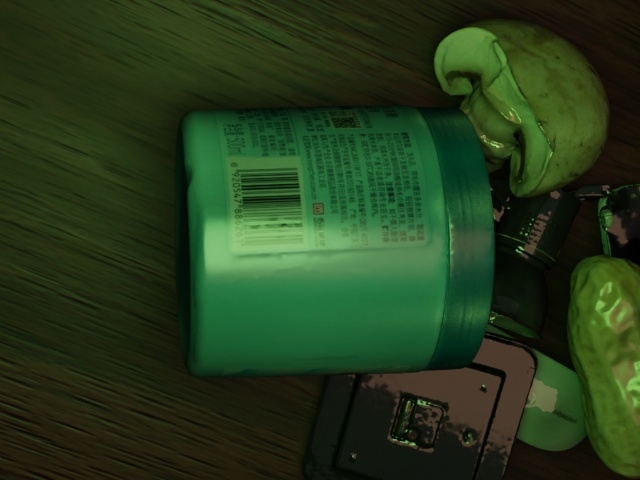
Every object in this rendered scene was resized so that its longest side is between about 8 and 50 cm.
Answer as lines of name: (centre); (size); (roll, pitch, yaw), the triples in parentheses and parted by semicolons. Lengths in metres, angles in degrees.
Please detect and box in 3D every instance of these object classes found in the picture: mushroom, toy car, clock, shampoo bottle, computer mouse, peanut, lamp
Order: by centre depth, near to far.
shampoo bottle: (0.000, 0.000, 1.438); (0.343, 0.331, 0.331); (-1, 98, -11)
mushroom: (0.275, -0.174, 1.550); (0.189, 0.195, 0.253); (-14, 64, -28)
peanut: (0.417, 0.168, 1.593); (0.152, 0.152, 0.313); (-14, 94, -9)
lamp: (0.270, 0.000, 1.602); (0.172, 0.147, 0.227); (23, 85, -1)
clock: (0.135, 0.242, 1.611); (0.273, 0.049, 0.278); (15, 96, 2)
computer mouse: (0.287, 0.212, 1.656); (0.231, 0.079, 0.128); (25, 94, -11)
toy car: (0.445, 0.020, 1.670); (0.095, 0.056, 0.204); (-12, 104, -10)
